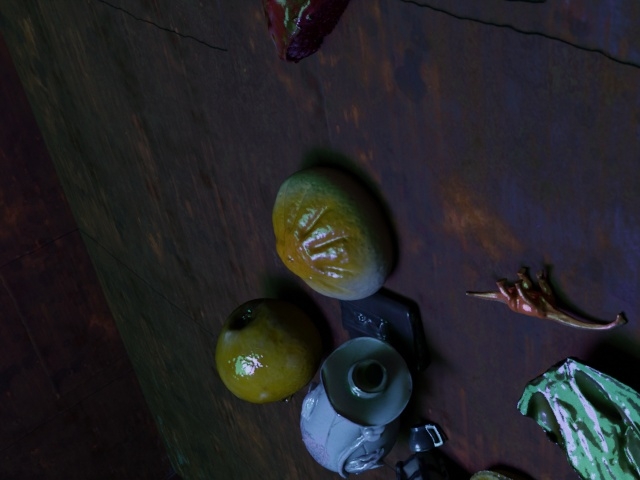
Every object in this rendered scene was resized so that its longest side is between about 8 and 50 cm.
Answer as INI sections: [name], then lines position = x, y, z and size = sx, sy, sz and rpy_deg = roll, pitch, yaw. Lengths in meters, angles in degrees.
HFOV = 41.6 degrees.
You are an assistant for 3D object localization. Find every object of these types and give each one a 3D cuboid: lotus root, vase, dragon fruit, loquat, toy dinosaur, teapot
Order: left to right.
[loquat]
position = -0.127, 0.281, 2.090
size = 0.275, 0.274, 0.275
rpy_deg = 38, 147, 31
[dragon fruit]
position = -0.057, -0.423, 1.394
size = 0.212, 0.134, 0.262
rpy_deg = 56, 152, 9
[vase]
position = 0.077, 0.373, 1.858
size = 0.250, 0.250, 0.445
rpy_deg = 47, 158, 18
[teapot]
position = 0.238, 0.442, 1.900
size = 0.088, 0.066, 0.057
rpy_deg = -14, 90, 38
[toy dinosaur]
position = 0.355, 0.095, 1.360
size = 0.279, 0.055, 0.101
rpy_deg = 8, 135, 53
[lotus root]
position = 0.478, 0.316, 1.319
size = 0.210, 0.142, 0.314
rpy_deg = -42, 72, 35

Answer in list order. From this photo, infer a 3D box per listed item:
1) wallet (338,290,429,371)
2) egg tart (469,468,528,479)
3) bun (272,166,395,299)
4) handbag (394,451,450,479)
[wallet]
position = 0.131, 0.181, 1.807
size = 0.229, 0.049, 0.182
rpy_deg = 20, 132, 46
[egg tart]
position = 0.406, 0.607, 1.741
size = 0.290, 0.115, 0.290
rpy_deg = 36, 144, 32
[bun]
position = 0.000, 0.000, 1.705
size = 0.299, 0.164, 0.299
rpy_deg = 39, 146, 33
[handbag]
position = 0.264, 0.693, 1.868
size = 0.327, 0.162, 0.325
rpy_deg = -95, -8, -62
